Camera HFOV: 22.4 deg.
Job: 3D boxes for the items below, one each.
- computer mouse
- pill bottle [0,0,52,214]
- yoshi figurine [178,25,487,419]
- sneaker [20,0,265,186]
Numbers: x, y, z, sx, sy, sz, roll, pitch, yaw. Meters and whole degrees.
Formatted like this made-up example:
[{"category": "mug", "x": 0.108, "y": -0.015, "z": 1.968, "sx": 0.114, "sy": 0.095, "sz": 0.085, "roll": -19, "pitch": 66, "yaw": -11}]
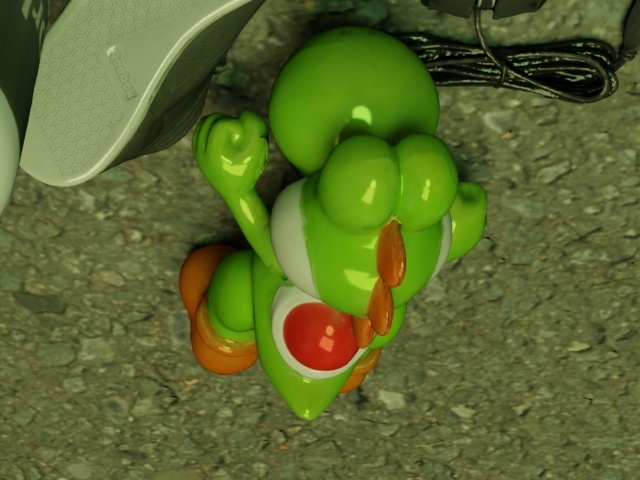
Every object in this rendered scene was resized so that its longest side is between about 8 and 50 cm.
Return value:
[{"category": "computer mouse", "x": 0.143, "y": -0.174, "z": 1.019, "sx": 0.184, "sy": 0.060, "sz": 0.262, "roll": 6, "pitch": 139, "yaw": -4}, {"category": "pill bottle", "x": -0.258, "y": -0.105, "z": 0.878, "sx": 0.210, "sy": 0.363, "sz": 0.210, "roll": 1, "pitch": 139, "yaw": 1}, {"category": "yoshi figurine", "x": 0.009, "y": -0.024, "z": 1.128, "sx": 0.203, "sy": 0.203, "sz": 0.362, "roll": 48, "pitch": 155, "yaw": 6}, {"category": "sneaker", "x": -0.079, "y": -0.163, "z": 1.021, "sx": 0.104, "sy": 0.147, "sz": 0.295, "roll": 40, "pitch": 100, "yaw": 1}]
